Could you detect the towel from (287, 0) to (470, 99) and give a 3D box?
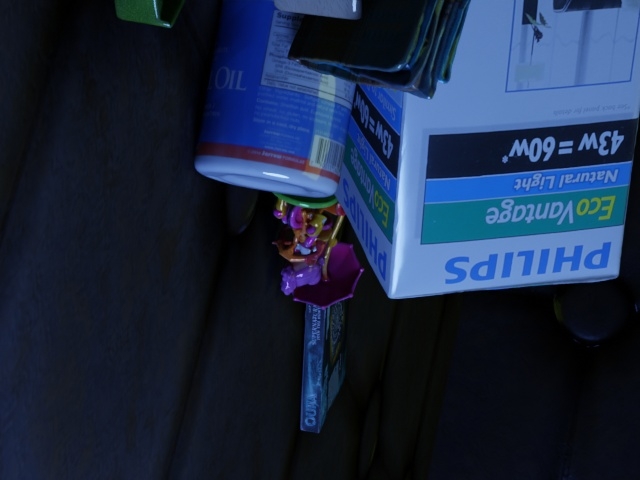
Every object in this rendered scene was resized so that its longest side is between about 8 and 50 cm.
[{"bbox_3d":[0.072,-0.234,1.205,0.271,0.040,0.370,-67,-167,2],"label":"towel"}]

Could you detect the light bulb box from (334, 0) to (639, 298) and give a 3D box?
[{"bbox_3d":[0.127,-0.191,1.590,0.358,0.225,0.361,-118,-153,-59],"label":"light bulb box"}]

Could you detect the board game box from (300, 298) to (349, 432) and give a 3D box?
[{"bbox_3d":[0.006,0.115,2.045,0.126,0.026,0.186,-60,156,-59],"label":"board game box"}]

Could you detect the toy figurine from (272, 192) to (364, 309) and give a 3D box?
[{"bbox_3d":[0.000,0.000,1.778,0.173,0.130,0.159,-25,136,-49],"label":"toy figurine"}]

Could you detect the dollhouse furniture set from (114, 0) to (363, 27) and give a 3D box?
[{"bbox_3d":[-0.014,-0.296,1.229,0.151,0.197,0.301,84,20,-47],"label":"dollhouse furniture set"}]

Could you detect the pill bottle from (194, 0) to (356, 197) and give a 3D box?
[{"bbox_3d":[-0.028,-0.154,1.450,0.124,0.124,0.222,31,68,-77],"label":"pill bottle"}]
